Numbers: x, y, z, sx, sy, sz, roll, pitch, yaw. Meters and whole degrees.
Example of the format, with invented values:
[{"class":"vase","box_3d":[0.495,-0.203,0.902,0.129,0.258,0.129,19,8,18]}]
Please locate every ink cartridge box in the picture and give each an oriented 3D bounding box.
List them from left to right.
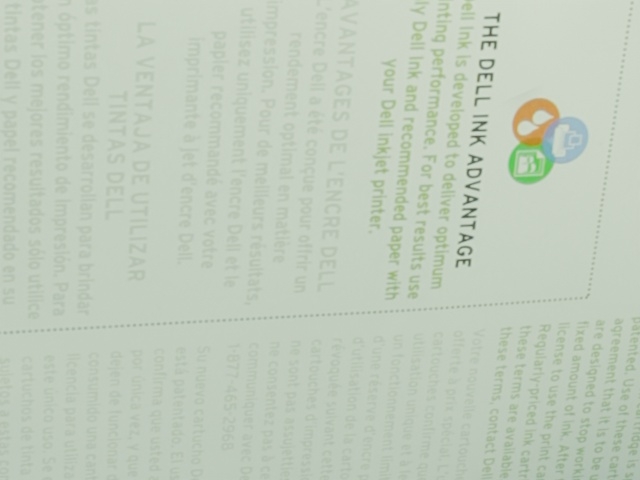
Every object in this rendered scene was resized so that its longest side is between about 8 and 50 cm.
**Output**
[{"class":"ink cartridge box","box_3d":[0.000,0.000,0.463,0.255,0.097,0.189,-3,116,-16]}]
